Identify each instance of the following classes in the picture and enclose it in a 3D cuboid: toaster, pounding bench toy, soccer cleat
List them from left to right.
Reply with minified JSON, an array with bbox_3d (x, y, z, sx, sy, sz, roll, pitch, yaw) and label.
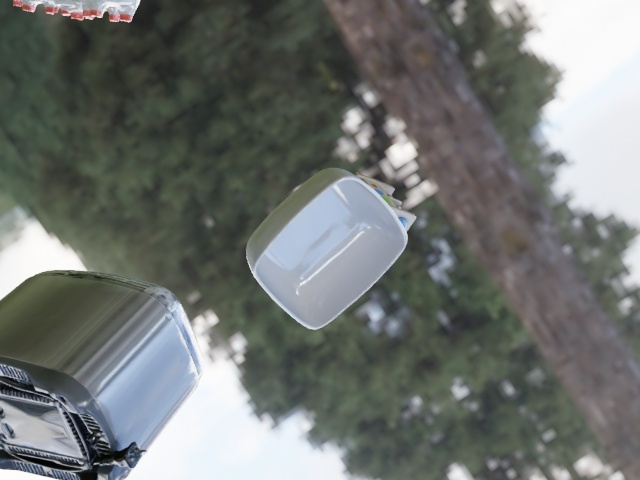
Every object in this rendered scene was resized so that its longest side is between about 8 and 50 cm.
[{"bbox_3d":[-0.198,0.109,1.548,0.227,0.129,0.146,5,-140,38],"label":"toaster"},{"bbox_3d":[-0.204,-0.228,1.616,0.068,0.076,0.196,6,-176,-34],"label":"soccer cleat"},{"bbox_3d":[0.042,-0.029,1.908,0.052,0.083,0.065,-56,-141,18],"label":"pounding bench toy"}]

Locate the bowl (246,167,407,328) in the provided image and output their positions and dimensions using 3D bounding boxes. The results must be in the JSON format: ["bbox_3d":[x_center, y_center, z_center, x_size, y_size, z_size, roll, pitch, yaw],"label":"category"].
[{"bbox_3d":[0.000,0.000,1.831,0.142,0.142,0.053,-43,-134,0],"label":"bowl"}]
